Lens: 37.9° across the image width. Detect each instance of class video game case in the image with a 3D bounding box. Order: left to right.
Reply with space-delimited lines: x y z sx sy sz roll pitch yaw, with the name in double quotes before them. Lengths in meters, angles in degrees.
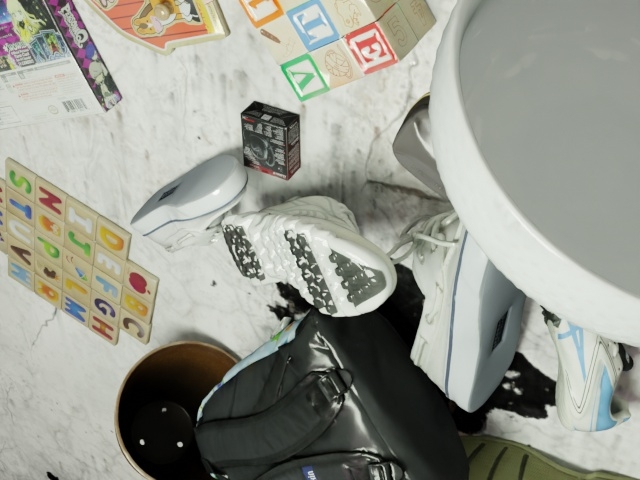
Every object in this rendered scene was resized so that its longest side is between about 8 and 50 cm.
"video game case" -0.386 -0.249 1.186 0.232 0.042 0.210 -2 124 37

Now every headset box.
"headset box" -0.057 -0.111 1.074 0.062 0.032 0.083 20 136 22

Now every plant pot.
"plant pot" -0.226 0.284 1.439 0.215 0.215 0.230 43 153 -3

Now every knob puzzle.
"knob puzzle" -0.211 -0.290 1.032 0.213 0.030 0.213 20 136 21

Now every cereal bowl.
"cereal bowl" 0.232 -0.071 0.685 0.339 0.339 0.141 37 153 4

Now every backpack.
"backpack" -0.007 0.248 1.199 0.355 0.273 0.290 -36 86 32

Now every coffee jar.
"coffee jar" 0.139 -0.113 0.813 0.096 0.184 0.079 37 139 2

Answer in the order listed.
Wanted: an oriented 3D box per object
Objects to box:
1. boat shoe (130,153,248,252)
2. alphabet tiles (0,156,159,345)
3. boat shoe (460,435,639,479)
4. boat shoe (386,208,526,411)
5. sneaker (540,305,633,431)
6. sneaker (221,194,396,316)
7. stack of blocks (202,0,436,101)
"boat shoe" -0.148 -0.038 1.167 0.084 0.095 0.258 44 154 -19
"alphabet tiles" -0.403 0.027 1.465 0.342 0.011 0.285 31 138 10
"boat shoe" 0.278 0.335 1.163 0.302 0.113 0.103 13 127 26
"boat shoe" 0.142 0.025 0.994 0.156 0.136 0.367 33 148 27
"sneaker" 0.283 0.100 0.989 0.086 0.085 0.237 -12 117 5
"sneaker" 0.000 0.000 1.010 0.292 0.118 0.110 19 132 58
"stack of blocks" -0.044 -0.285 0.870 0.171 0.087 0.297 -14 116 43
